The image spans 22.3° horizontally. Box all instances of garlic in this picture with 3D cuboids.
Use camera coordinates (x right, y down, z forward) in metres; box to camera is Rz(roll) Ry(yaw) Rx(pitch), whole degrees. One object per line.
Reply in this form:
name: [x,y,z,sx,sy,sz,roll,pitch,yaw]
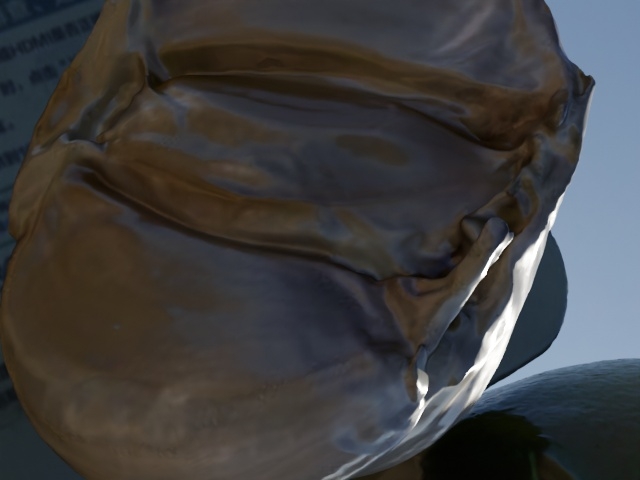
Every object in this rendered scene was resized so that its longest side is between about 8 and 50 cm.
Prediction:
garlic: [0.000,0.000,0.547,0.178,0.229,0.143,16,-32,26]

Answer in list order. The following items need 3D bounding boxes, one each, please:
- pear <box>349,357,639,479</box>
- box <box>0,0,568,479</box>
pear: [0.126,0.231,0.958,0.165,0.399,0.399,36,14,-49]
box: [-0.101,-0.038,0.897,0.396,0.396,0.111,62,-27,4]
